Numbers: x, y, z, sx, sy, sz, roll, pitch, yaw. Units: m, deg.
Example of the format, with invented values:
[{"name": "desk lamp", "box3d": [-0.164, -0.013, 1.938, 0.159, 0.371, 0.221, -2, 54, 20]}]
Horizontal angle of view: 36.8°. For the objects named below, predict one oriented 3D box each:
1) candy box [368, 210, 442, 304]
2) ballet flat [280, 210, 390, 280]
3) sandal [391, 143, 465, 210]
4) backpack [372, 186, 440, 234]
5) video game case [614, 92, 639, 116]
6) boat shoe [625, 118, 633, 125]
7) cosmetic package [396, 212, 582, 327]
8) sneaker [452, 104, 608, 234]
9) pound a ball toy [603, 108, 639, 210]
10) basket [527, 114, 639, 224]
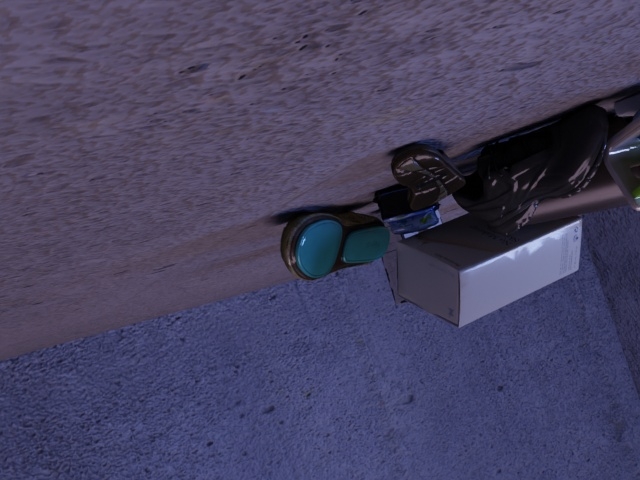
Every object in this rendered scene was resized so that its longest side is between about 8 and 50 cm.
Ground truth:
[{"name": "candy box", "box3d": [0.198, 0.021, 2.002, 0.070, 0.196, 0.165, -21, 174, 39]}, {"name": "ballet flat", "box3d": [0.000, 0.000, 1.675, 0.123, 0.123, 0.349, -20, 173, 29]}, {"name": "sandal", "box3d": [0.142, -0.098, 1.339, 0.090, 0.060, 0.219, -25, 159, 15]}, {"name": "backpack", "box3d": [0.157, -0.056, 1.668, 0.105, 0.084, 0.114, -16, 179, 14]}, {"name": "video game case", "box3d": [0.588, -0.238, 1.476, 0.206, 0.026, 0.227, -21, 174, 38]}, {"name": "boat shoe", "box3d": [0.561, -0.189, 1.749, 0.226, 0.083, 0.076, -18, -157, -2]}, {"name": "cosmetic package", "box3d": [0.298, 0.028, 1.692, 0.310, 0.113, 0.160, -20, -149, -34]}, {"name": "sneaker", "box3d": [0.310, -0.111, 1.448, 0.130, 0.109, 0.286, 24, 136, -22]}, {"name": "pound a ball toy", "box3d": [0.589, -0.171, 1.405, 0.319, 0.135, 0.208, -15, 162, -37]}, {"name": "basket", "box3d": [0.408, -0.108, 1.631, 0.227, 0.154, 0.204, -14, 178, 9]}]
